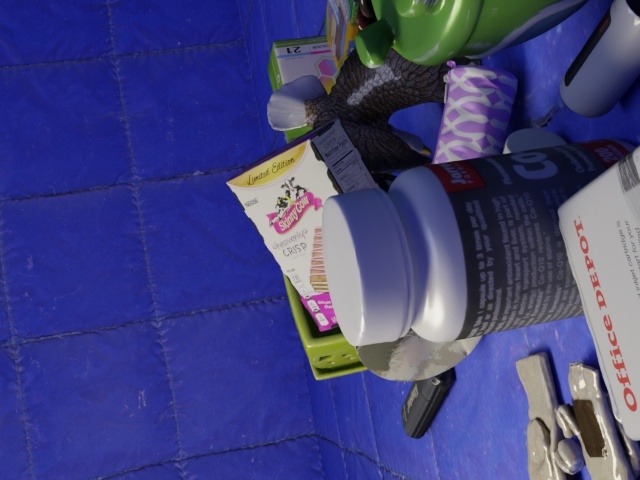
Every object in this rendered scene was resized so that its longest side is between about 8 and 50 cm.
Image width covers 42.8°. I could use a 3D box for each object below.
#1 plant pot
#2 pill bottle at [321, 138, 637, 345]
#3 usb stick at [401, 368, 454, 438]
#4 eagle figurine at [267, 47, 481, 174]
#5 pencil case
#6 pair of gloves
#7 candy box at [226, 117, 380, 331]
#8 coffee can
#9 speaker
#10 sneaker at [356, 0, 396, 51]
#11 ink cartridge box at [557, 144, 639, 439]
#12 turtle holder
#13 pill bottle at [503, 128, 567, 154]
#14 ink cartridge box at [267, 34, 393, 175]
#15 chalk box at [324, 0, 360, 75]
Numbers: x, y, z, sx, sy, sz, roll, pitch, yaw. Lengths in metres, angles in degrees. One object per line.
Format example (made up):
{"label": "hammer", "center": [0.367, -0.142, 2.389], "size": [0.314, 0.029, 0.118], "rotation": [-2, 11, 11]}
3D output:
{"label": "plant pot", "center": [0.057, 0.127, 1.535], "size": [0.207, 0.227, 0.228], "rotation": [86, 169, -56]}
{"label": "pill bottle", "center": [0.153, 0.003, 0.747], "size": [0.161, 0.283, 0.161], "rotation": [171, 90, -79]}
{"label": "usb stick", "center": [0.185, 0.276, 1.445], "size": [0.278, 0.045, 0.077], "rotation": [98, 159, -58]}
{"label": "eagle figurine", "center": [0.068, -0.167, 1.137], "size": [0.298, 0.225, 0.226], "rotation": [142, 114, -71]}
{"label": "pencil case", "center": [0.167, -0.106, 0.949], "size": [0.086, 0.088, 0.206], "rotation": [175, 108, -85]}
{"label": "pair of gloves", "center": [0.282, 0.231, 0.921], "size": [0.240, 0.042, 0.204], "rotation": [147, 113, -79]}
{"label": "candy box", "center": [0.010, -0.013, 1.009], "size": [0.159, 0.071, 0.233], "rotation": [-22, 104, 43]}
{"label": "coffee can", "center": [0.109, 0.047, 1.235], "size": [0.275, 0.201, 0.201], "rotation": [-116, 20, -55]}
{"label": "speaker", "center": [0.255, -0.163, 0.696], "size": [0.136, 0.055, 0.055], "rotation": [106, 153, -66]}
{"label": "sneaker", "center": [0.071, -0.333, 0.949], "size": [0.106, 0.162, 0.281], "rotation": [-30, 94, 38]}
{"label": "ink cartridge box", "center": [0.284, 0.018, 0.534], "size": [0.273, 0.114, 0.197], "rotation": [121, 138, -72]}
{"label": "turtle holder", "center": [0.141, -0.270, 0.741], "size": [0.320, 0.227, 0.243], "rotation": [108, 150, -69]}
{"label": "pill bottle", "center": [0.224, -0.048, 0.889], "size": [0.078, 0.078, 0.137], "rotation": [-111, 16, -46]}
{"label": "ink cartridge box", "center": [0.026, -0.234, 1.466], "size": [0.097, 0.189, 0.255], "rotation": [115, 143, -69]}
{"label": "chalk box", "center": [0.088, -0.352, 1.195], "size": [0.213, 0.132, 0.132], "rotation": [96, 162, -57]}
